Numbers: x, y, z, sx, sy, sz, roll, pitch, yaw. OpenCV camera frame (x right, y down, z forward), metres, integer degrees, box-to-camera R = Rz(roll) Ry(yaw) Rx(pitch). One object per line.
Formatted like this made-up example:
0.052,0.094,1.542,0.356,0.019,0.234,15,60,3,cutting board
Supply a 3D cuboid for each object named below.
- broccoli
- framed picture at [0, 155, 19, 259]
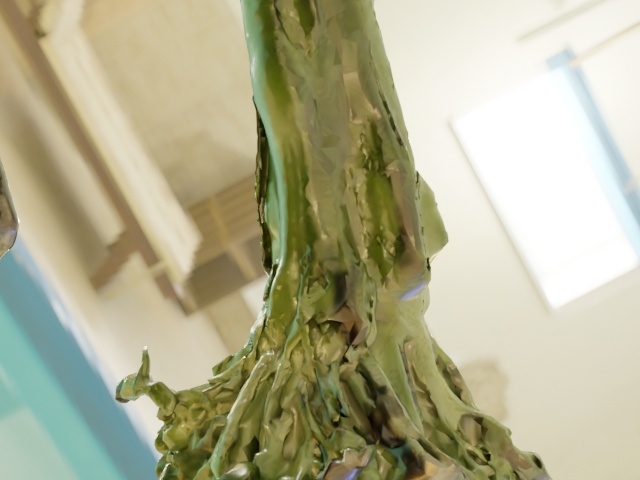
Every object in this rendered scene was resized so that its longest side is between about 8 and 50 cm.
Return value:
0.007,-0.001,0.709,0.145,0.165,0.304,-18,-102,54,broccoli
-0.204,-0.082,0.555,0.016,0.265,0.347,1,57,-41,framed picture
